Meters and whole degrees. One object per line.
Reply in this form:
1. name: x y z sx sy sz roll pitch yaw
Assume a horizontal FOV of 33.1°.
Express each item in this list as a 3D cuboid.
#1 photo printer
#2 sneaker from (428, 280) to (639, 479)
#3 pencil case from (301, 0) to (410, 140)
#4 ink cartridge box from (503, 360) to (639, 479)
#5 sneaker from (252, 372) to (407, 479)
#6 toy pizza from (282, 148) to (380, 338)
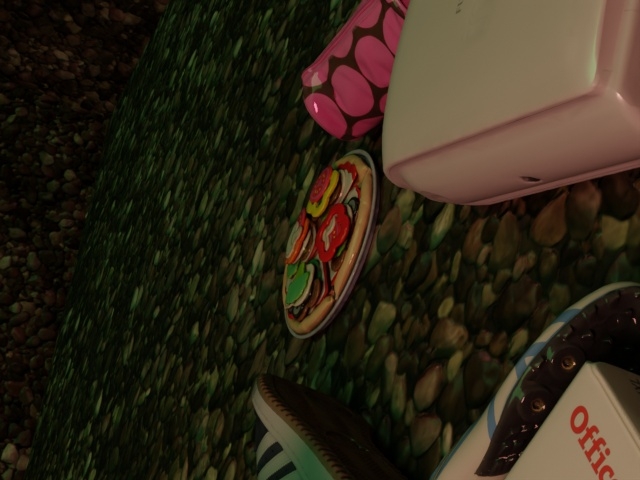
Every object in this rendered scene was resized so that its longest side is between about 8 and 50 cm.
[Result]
1. photo printer: 0.149 -0.157 0.715 0.307 0.107 0.256 -13 59 67
2. sneaker: 0.112 0.117 0.599 0.237 0.085 0.086 -61 14 18
3. pencil case: 0.054 -0.176 1.009 0.209 0.098 0.095 -45 32 53
4. ink cartridge box: 0.126 0.181 0.488 0.203 0.086 0.148 -61 22 24
5. sneaker: -0.015 0.213 0.825 0.153 0.099 0.282 -67 22 7
6. toy pizza: 0.000 0.000 1.085 0.201 0.032 0.201 -53 26 41
